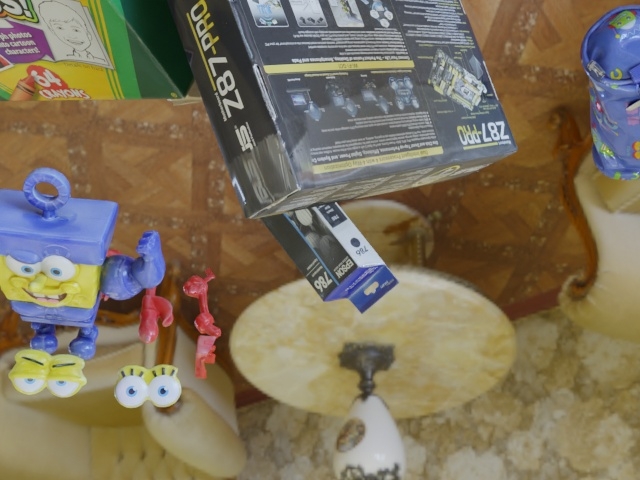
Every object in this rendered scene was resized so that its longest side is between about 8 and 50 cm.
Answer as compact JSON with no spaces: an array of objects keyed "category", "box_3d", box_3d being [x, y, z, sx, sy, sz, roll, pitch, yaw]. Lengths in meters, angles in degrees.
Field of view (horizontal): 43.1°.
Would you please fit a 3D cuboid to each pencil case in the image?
[{"category":"pencil case","box_3d":[0.440,-0.194,1.147,0.119,0.133,0.306,-20,151,13]}]

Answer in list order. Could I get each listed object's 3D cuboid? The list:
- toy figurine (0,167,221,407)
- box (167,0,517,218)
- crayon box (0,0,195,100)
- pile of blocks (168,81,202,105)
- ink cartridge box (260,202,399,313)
[{"category":"toy figurine","box_3d":[-0.268,0.002,0.756,0.363,0.191,0.217,8,134,-3]},{"category":"box","box_3d":[0.035,-0.210,0.898,0.395,0.318,0.097,-15,171,-45]},{"category":"crayon box","box_3d":[-0.350,-0.296,0.905,0.363,0.106,0.313,5,150,31]},{"category":"pile of blocks","box_3d":[-0.142,-0.326,1.161,0.113,0.362,0.149,-2,133,40]},{"category":"ink cartridge box","box_3d":[0.000,0.000,1.611,0.332,0.065,0.165,50,141,8]}]
